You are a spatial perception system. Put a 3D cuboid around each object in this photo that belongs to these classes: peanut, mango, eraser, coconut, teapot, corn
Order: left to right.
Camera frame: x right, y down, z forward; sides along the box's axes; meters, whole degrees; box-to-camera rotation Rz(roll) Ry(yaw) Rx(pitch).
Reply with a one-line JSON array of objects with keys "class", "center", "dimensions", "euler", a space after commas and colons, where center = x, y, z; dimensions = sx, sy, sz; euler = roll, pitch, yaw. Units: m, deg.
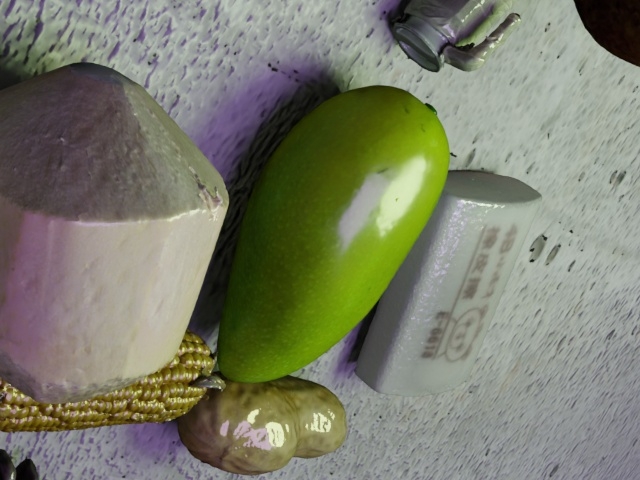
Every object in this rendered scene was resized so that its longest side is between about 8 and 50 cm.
[{"class": "coconut", "center": [-0.194, -0.019, 0.949], "dimensions": [0.239, 0.239, 0.244], "euler": [-9, 127, -44]}, {"class": "corn", "center": [-0.220, 0.132, 1.141], "dimensions": [0.293, 0.106, 0.106], "euler": [-2, 119, -46]}, {"class": "peanut", "center": [-0.057, 0.203, 1.357], "dimensions": [0.236, 0.120, 0.110], "euler": [13, 87, -47]}, {"class": "mango", "center": [0.000, 0.000, 1.227], "dimensions": [0.192, 0.156, 0.343], "euler": [17, 106, -53]}, {"class": "eraser", "center": [0.156, 0.053, 1.497], "dimensions": [0.174, 0.095, 0.270], "euler": [-3, 119, -43]}, {"class": "teapot", "center": [0.174, -0.255, 1.258], "dimensions": [0.200, 0.107, 0.077], "euler": [-47, 153, -9]}]

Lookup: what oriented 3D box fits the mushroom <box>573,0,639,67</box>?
[{"class": "mushroom", "center": [0.412, -0.313, 1.283], "dimensions": [0.356, 0.334, 0.331], "euler": [43, 59, -36]}]

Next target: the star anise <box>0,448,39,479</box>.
[{"class": "star anise", "center": [-0.324, 0.303, 1.155], "dimensions": [0.198, 0.110, 0.258], "euler": [-36, 133, -23]}]
